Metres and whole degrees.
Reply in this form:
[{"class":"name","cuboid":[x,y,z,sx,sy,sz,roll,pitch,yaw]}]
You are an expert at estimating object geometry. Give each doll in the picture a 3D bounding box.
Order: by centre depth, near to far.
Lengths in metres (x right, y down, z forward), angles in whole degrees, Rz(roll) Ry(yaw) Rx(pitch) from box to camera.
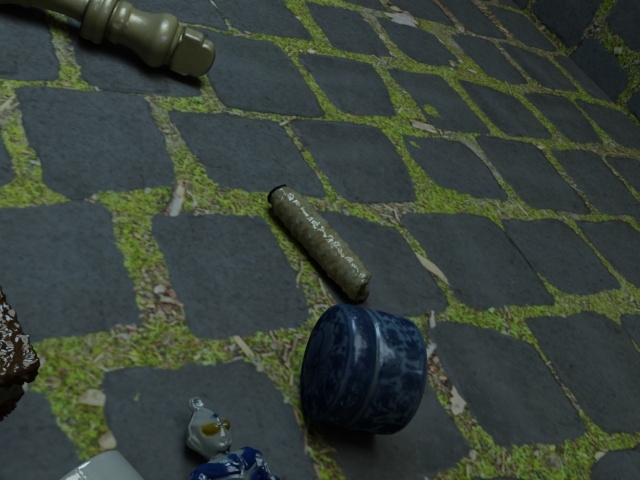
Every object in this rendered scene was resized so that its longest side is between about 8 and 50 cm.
[{"class":"doll","cuboid":[-0.084,0.257,0.779,0.114,0.057,0.227,-16,59,-42]}]

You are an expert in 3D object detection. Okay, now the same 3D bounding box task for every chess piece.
[{"class":"chess piece","cuboid":[-0.364,-0.379,1.280,0.397,0.117,0.117,22,37,-16]}]

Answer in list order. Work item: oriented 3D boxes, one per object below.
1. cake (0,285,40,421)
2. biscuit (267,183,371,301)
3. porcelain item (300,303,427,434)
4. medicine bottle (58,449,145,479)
[{"class":"cake","cuboid":[-0.343,0.115,0.668,0.135,0.147,0.134,-14,60,-47]},{"class":"biscuit","cuboid":[0.000,0.000,1.148,0.055,0.061,0.219,-38,66,-6]},{"class":"porcelain item","cuboid":[0.046,0.154,0.918,0.114,0.147,0.147,14,39,-21]},{"class":"medicine bottle","cuboid":[-0.135,0.295,0.624,0.237,0.139,0.139,45,37,16]}]
